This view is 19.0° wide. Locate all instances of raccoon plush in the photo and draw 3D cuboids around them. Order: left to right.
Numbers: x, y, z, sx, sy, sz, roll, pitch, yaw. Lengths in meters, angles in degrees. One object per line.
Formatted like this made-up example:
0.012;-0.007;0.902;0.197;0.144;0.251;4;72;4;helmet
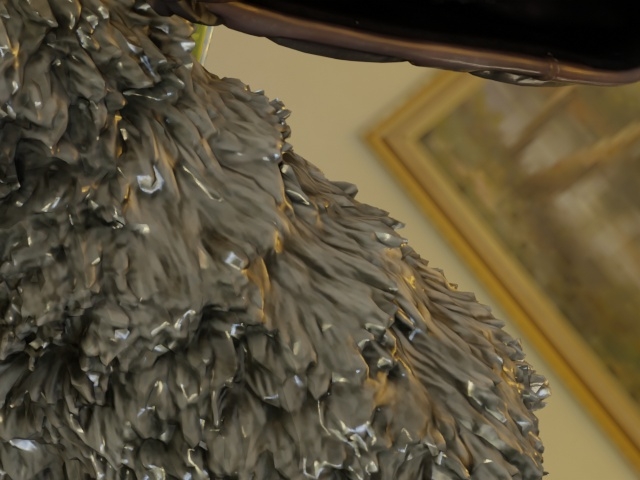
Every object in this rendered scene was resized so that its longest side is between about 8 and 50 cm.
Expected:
0.000;0.000;0.620;0.216;0.446;0.299;-59;146;-47;raccoon plush

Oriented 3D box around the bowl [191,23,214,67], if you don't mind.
-0.120;-0.188;1.051;0.156;0.289;0.289;14;6;-4;bowl

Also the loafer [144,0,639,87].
-0.002;-0.092;0.409;0.095;0.109;0.302;40;17;26;loafer
